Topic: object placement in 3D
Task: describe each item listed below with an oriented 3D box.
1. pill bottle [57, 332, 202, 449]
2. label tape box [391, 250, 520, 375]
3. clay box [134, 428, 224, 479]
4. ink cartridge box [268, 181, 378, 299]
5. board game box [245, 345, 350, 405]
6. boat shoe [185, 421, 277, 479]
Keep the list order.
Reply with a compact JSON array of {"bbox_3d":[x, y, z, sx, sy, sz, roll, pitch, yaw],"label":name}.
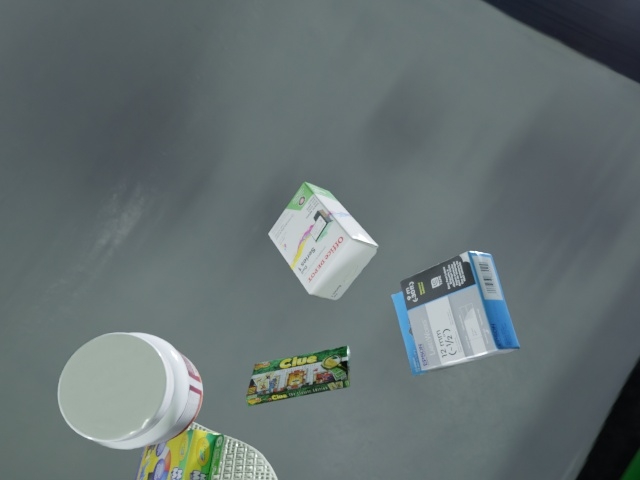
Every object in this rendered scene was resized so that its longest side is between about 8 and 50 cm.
[{"bbox_3d":[-0.205,0.171,0.588,0.121,0.121,0.221,-52,172,-19],"label":"pill bottle"},{"bbox_3d":[0.313,0.206,1.366,0.115,0.248,0.348,7,153,-41],"label":"label tape box"},{"bbox_3d":[-0.249,0.399,0.889,0.222,0.053,0.127,-29,-136,43],"label":"clay box"},{"bbox_3d":[0.000,0.000,1.460,0.117,0.278,0.201,18,115,-44],"label":"ink cartridge box"},{"bbox_3d":[-0.053,0.339,1.305,0.136,0.260,0.030,-81,156,-67],"label":"board game box"},{"bbox_3d":[-0.278,0.608,1.327,0.187,0.501,0.155,-14,103,-45],"label":"boat shoe"}]
